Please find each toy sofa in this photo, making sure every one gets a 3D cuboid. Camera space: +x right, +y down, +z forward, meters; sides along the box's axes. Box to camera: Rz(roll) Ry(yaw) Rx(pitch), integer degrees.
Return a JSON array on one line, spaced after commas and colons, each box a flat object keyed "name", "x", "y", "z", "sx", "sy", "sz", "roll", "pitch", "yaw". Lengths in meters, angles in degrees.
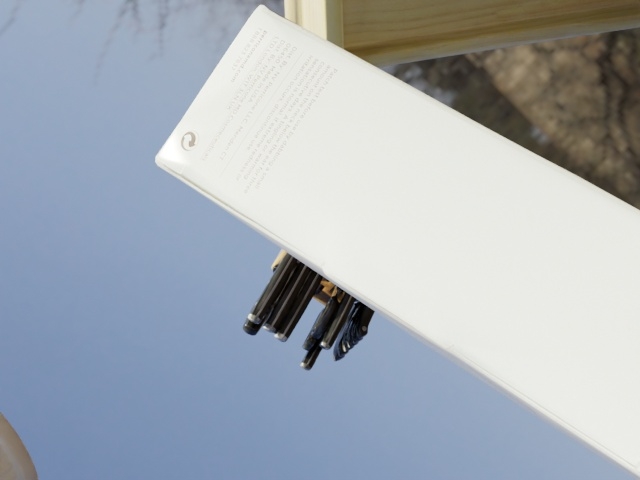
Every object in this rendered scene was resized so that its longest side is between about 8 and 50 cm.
[{"name": "toy sofa", "x": 0.147, "y": -0.255, "z": 1.307, "sx": 0.177, "sy": 0.363, "sz": 0.150, "roll": -117, "pitch": 20, "yaw": -55}]

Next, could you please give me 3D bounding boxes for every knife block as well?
[{"name": "knife block", "x": 0.000, "y": 0.000, "z": 1.685, "sx": 0.242, "sy": 0.088, "sz": 0.275, "roll": -8, "pitch": -111, "yaw": -27}]

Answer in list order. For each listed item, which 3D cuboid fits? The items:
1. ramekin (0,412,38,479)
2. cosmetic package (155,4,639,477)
[{"name": "ramekin", "x": -0.437, "y": 0.266, "z": 1.752, "sx": 0.207, "sy": 0.207, "sz": 0.109, "roll": 46, "pitch": -127, "yaw": 5}, {"name": "cosmetic package", "x": 0.129, "y": 0.048, "z": 0.763, "sx": 0.284, "sy": 0.097, "sz": 0.377, "roll": 35, "pitch": 180, "yaw": 31}]
